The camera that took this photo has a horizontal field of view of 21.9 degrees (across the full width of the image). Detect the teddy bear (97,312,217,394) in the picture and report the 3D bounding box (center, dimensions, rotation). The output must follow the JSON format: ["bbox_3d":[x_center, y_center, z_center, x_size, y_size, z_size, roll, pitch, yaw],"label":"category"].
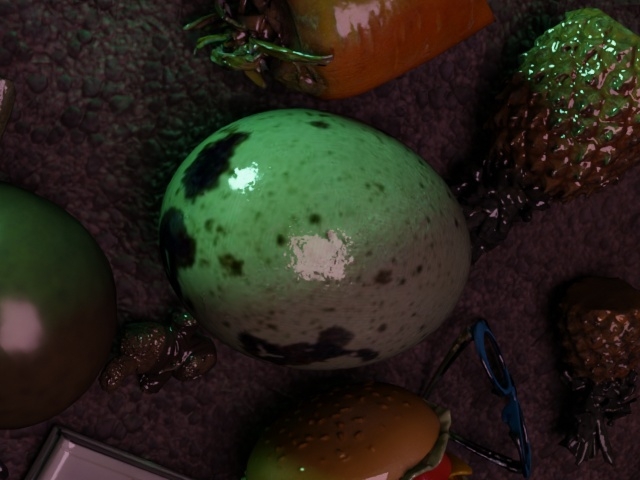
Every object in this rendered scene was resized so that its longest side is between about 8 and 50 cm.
[{"bbox_3d":[-0.191,0.126,1.897,0.160,0.078,0.119,7,123,-52],"label":"teddy bear"}]

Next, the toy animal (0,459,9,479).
[{"bbox_3d":[-0.450,0.268,1.811,0.217,0.073,0.176,-17,100,-26],"label":"toy animal"}]

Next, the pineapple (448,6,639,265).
[{"bbox_3d":[0.272,-0.102,1.993,0.202,0.202,0.362,37,96,-32],"label":"pineapple"}]

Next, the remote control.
[{"bbox_3d":[-0.218,0.312,1.956,0.277,0.055,0.103,27,94,-33],"label":"remote control"}]

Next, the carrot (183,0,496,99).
[{"bbox_3d":[0.029,-0.259,1.796,0.331,0.193,0.214,-28,155,-12],"label":"carrot"}]

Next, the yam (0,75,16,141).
[{"bbox_3d":[-0.349,-0.129,1.737,0.043,0.043,0.094,17,98,-31],"label":"yam"}]

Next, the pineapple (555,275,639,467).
[{"bbox_3d":[0.368,0.176,2.184,0.128,0.128,0.248,-12,118,-24],"label":"pineapple"}]

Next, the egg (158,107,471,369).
[{"bbox_3d":[0.000,0.000,1.827,0.379,0.287,0.287,4,106,-43],"label":"egg"}]

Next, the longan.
[{"bbox_3d":[-0.335,0.067,1.698,0.258,0.258,0.258,-9,112,-25],"label":"longan"}]

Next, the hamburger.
[{"bbox_3d":[0.040,0.285,1.964,0.274,0.274,0.212,-27,108,-17],"label":"hamburger"}]

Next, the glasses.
[{"bbox_3d":[0.182,0.235,2.110,0.207,0.102,0.239,-33,120,-14],"label":"glasses"}]
